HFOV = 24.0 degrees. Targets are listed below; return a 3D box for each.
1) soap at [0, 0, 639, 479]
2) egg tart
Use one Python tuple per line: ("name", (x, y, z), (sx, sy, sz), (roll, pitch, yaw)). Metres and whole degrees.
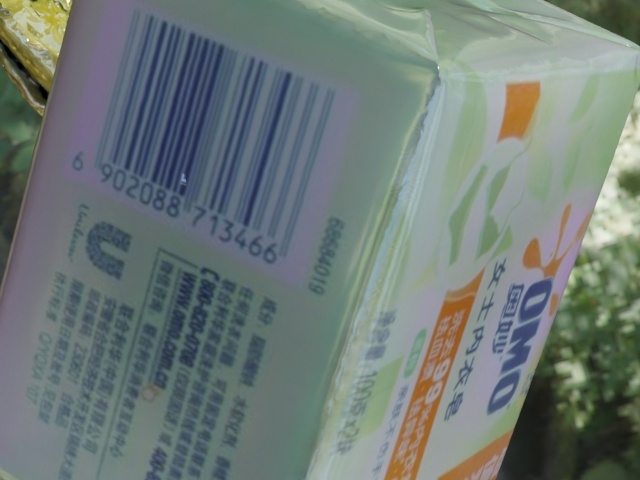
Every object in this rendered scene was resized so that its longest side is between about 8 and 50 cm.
("soap", (0.000, 0.000, 0.523), (0.182, 0.138, 0.199), (-15, 126, -59))
("egg tart", (-0.236, -0.210, 1.498), (0.297, 0.132, 0.297), (43, 12, -12))
